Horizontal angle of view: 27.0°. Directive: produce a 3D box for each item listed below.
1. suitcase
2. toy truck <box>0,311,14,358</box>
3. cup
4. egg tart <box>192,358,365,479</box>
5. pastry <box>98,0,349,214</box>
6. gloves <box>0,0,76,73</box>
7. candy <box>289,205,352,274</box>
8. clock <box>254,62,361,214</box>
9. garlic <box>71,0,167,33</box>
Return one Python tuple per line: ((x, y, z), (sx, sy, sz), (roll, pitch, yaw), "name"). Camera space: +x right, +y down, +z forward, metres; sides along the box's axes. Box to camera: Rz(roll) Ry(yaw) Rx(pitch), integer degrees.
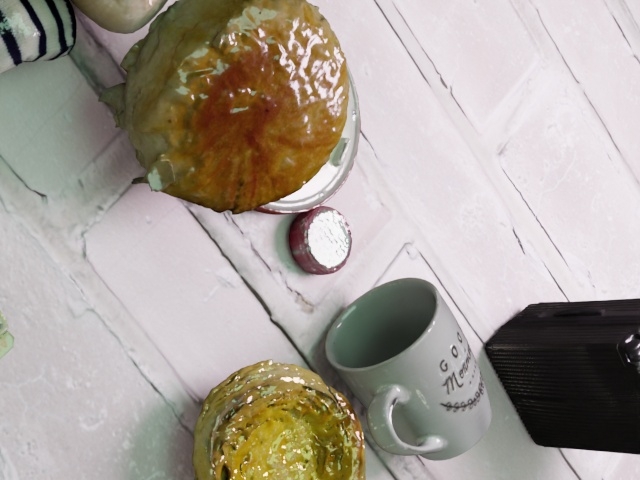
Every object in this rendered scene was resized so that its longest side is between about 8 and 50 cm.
((0.443, 0.216, 2.099), (0.152, 0.335, 0.229), (-39, 109, -33), "suitcase")
((-0.429, 0.132, 1.536), (0.169, 0.077, 0.100), (-47, 112, -36), "toy truck")
((0.133, 0.223, 1.920), (0.234, 0.186, 0.258), (57, 32, -27), "cup")
((-0.064, 0.295, 1.810), (0.291, 0.107, 0.291), (3, 85, -36), "egg tart")
((-0.101, -0.185, 1.697), (0.329, 0.136, 0.329), (-16, 124, -26), "pastry")
((-0.408, -0.256, 1.581), (0.218, 0.131, 0.140), (-14, 90, -50), "gloves")
((0.000, 0.000, 1.944), (0.103, 0.043, 0.103), (9, 76, -41), "candy")
((-0.064, -0.193, 1.894), (0.318, 0.080, 0.318), (6, 80, -40), "clock")
((-0.262, -0.411, 1.663), (0.313, 0.249, 0.286), (-68, 150, -42), "garlic")
